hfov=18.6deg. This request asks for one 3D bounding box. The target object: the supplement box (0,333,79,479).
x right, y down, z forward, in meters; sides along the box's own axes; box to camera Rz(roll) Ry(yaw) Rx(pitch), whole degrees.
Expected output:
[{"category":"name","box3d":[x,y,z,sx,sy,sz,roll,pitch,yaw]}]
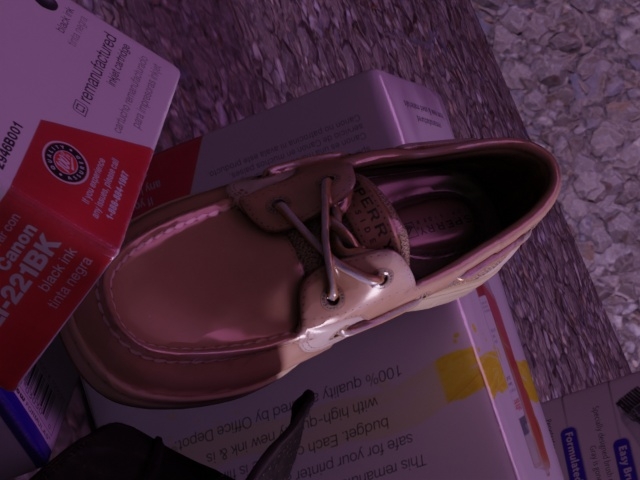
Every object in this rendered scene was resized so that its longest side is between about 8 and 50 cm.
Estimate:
[{"category":"supplement box","box3d":[-0.205,0.039,1.134,0.111,0.114,0.220,60,22,-25]}]

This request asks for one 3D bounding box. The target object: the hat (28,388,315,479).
[{"category":"hat","box3d":[-0.130,0.201,1.060,0.134,0.331,0.331,28,21,4]}]

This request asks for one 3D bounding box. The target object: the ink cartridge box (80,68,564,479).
[{"category":"ink cartridge box","box3d":[-0.002,0.112,1.371,0.160,0.279,0.385,7,65,-71]}]

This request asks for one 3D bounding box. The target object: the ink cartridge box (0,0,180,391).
[{"category":"ink cartridge box","box3d":[-0.227,-0.078,1.005,0.273,0.114,0.197,31,31,-13]}]

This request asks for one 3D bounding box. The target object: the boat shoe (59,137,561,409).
[{"category":"boat shoe","box3d":[0.000,0.000,1.137,0.341,0.110,0.122,-20,78,-41]}]

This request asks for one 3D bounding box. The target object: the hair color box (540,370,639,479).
[{"category":"hair color box","box3d":[0.181,0.245,1.648,0.110,0.339,0.185,47,29,-49]}]
